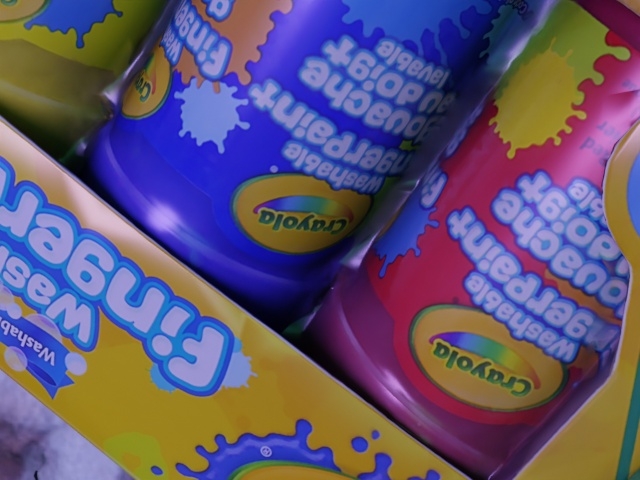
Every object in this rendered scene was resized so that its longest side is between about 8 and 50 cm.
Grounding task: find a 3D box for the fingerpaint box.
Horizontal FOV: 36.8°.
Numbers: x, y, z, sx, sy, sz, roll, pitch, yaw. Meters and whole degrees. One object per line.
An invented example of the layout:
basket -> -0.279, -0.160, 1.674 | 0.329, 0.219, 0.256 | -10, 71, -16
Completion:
fingerpaint box -> -0.012, -0.066, 0.475 | 0.445, 0.163, 0.371 | 38, 112, 5
